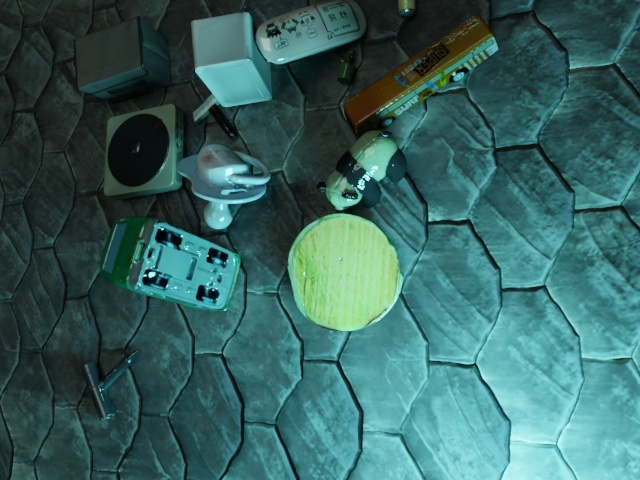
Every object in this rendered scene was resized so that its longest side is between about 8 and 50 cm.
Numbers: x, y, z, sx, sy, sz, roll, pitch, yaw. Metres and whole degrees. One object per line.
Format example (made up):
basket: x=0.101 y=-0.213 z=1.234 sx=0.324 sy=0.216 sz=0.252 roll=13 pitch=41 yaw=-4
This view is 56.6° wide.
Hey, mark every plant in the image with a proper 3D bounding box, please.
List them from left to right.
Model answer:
plant: x=0.075 y=-0.473 z=1.591 sx=0.051 sy=0.051 sz=0.102 roll=7 pitch=78 yaw=25

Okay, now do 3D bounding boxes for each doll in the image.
doll: x=0.103 y=-0.175 z=1.477 sx=0.234 sy=0.135 sz=0.144 roll=-46 pitch=64 yaw=14

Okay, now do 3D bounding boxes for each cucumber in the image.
cucumber: x=-0.280 y=-0.342 z=1.731 sx=0.032 sy=0.032 sz=0.133 roll=-42 pitch=68 yaw=11

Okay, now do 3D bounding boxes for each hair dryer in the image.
hair dryer: x=-0.587 y=0.401 z=1.718 sx=0.194 sy=0.050 sz=0.173 roll=-32 pitch=72 yaw=12

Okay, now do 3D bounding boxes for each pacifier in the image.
pacifier: x=-0.264 y=-0.137 z=1.624 sx=0.287 sy=0.238 sz=0.226 roll=45 pitch=132 yaw=41

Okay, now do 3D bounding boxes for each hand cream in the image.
hand cream: x=0.225 y=-0.684 z=1.558 sx=0.083 sy=0.084 sz=0.203 roll=-6 pitch=85 yaw=22

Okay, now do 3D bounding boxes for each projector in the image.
projector: x=-0.530 y=-0.264 z=1.799 sx=0.258 sy=0.079 sz=0.257 roll=-6 pitch=78 yaw=23

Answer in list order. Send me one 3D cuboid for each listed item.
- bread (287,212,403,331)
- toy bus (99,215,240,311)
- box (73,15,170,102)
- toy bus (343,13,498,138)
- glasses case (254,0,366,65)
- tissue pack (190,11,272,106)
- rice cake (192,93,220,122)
bread: x=0.059 y=0.077 z=1.479 sx=0.301 sy=0.045 sz=0.302 roll=0 pitch=89 yaw=18
toy bus: x=-0.392 y=0.065 z=1.540 sx=0.199 sy=0.343 sz=0.184 roll=7 pitch=77 yaw=33
box: x=-0.614 y=-0.556 z=1.853 sx=0.252 sy=0.153 sz=0.189 roll=-14 pitch=76 yaw=20
toy bus: x=0.242 y=-0.401 z=1.480 sx=0.408 sy=0.092 sz=0.093 roll=-32 pitch=67 yaw=14
glasses case: x=-0.022 y=-0.551 z=1.563 sx=0.314 sy=0.075 sz=0.122 roll=-23 pitch=90 yaw=-18
tissue pack: x=-0.233 y=-0.480 z=1.607 sx=0.159 sy=0.246 sz=0.136 roll=-7 pitch=79 yaw=7
rice cake: x=-0.319 y=-0.413 z=1.764 sx=0.170 sy=0.029 sz=0.033 roll=-41 pitch=73 yaw=13
